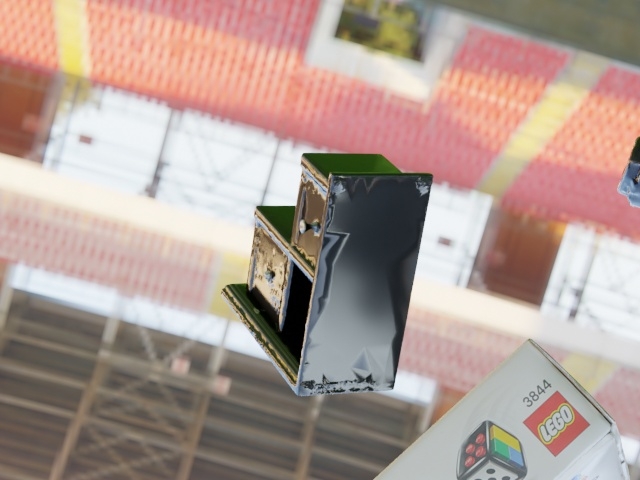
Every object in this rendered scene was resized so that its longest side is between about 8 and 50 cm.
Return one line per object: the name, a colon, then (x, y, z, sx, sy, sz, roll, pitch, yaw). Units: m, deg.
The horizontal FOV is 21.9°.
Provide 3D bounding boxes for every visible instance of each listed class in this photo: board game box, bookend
board game box: (0.001, 0.178, 0.687, 0.053, 0.305, 0.193, 47, 178, 19)
bookend: (0.000, 0.000, 1.123, 0.072, 0.157, 0.156, -1, -155, -24)

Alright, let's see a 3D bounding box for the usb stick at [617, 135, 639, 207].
usb stick: (0.338, -0.005, 1.107, 0.278, 0.045, 0.077, 20, 162, 8)
